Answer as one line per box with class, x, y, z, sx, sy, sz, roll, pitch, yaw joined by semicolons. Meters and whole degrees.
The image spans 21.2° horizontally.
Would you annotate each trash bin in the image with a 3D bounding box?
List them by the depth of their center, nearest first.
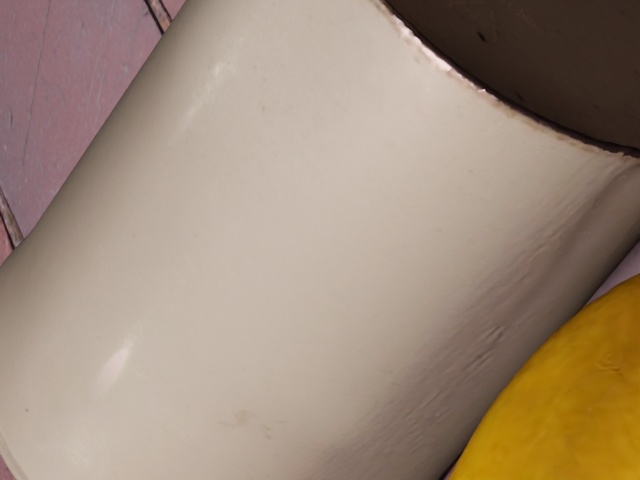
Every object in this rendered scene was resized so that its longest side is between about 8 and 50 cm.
trash bin;0.000;0.000;0.908;0.432;0.280;0.280;-53;50;40

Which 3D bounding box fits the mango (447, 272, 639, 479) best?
mango;0.168;0.223;0.654;0.220;0.301;0.445;-156;65;-89
